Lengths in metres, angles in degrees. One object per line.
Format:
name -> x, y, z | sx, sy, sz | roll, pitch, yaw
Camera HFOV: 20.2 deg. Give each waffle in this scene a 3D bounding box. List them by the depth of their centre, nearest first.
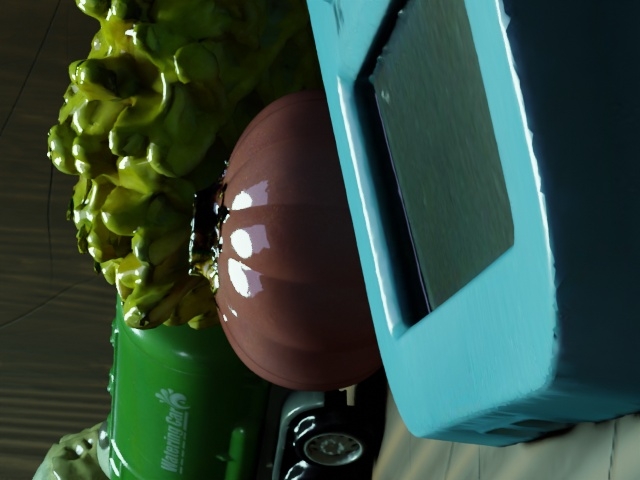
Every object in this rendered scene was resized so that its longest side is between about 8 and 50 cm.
waffle -> -0.028, -0.057, 0.724 | 0.197, 0.070, 0.193 | -21, -56, -55

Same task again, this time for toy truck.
toy truck -> -0.042, 0.091, 0.875 | 0.242, 0.125, 0.101 | 99, 173, -51

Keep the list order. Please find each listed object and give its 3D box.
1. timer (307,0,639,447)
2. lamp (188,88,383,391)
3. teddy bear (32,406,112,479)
timer -> 0.028, -0.079, 0.427 | 0.232, 0.091, 0.250 | 120, 150, -78
lamp -> 0.000, 0.000, 0.635 | 0.107, 0.092, 0.107 | -176, 90, -84
teddy bear -> -0.084, 0.152, 1.161 | 0.267, 0.156, 0.256 | -53, 10, 16
